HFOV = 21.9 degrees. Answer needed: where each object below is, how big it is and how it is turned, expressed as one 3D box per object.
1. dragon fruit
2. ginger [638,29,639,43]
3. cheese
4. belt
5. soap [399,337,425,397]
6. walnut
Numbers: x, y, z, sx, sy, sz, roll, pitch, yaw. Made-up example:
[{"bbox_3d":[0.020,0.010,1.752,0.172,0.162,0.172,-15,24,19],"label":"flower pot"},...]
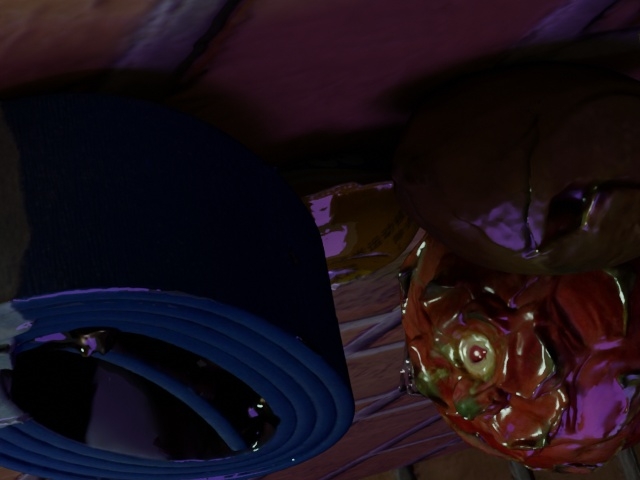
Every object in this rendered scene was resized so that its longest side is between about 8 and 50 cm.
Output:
[{"bbox_3d":[0.167,0.051,1.193,0.241,0.241,0.252,-26,144,30],"label":"dragon fruit"},{"bbox_3d":[0.236,-0.117,0.962,0.095,0.068,0.190,0,176,25],"label":"ginger"},{"bbox_3d":[0.000,0.000,1.114,0.177,0.069,0.270,-19,167,2],"label":"cheese"},{"bbox_3d":[-0.105,0.042,0.911,0.212,0.117,0.347,-16,156,15],"label":"belt"},{"bbox_3d":[0.196,0.062,1.396,0.289,0.182,0.112,-28,166,17],"label":"soap"},{"bbox_3d":[0.146,-0.045,1.020,0.245,0.137,0.137,-4,161,-38],"label":"walnut"}]
